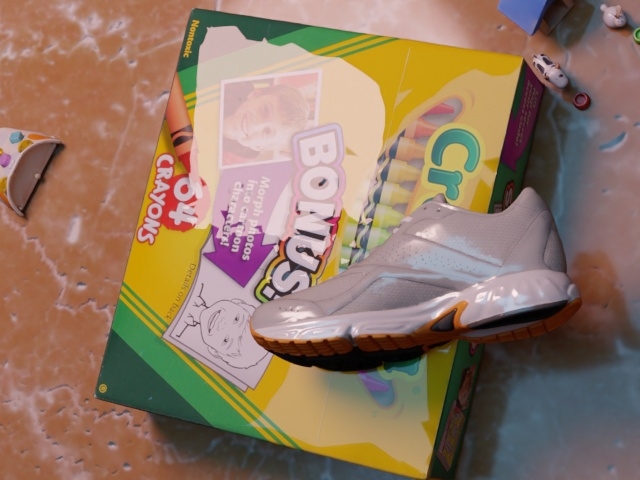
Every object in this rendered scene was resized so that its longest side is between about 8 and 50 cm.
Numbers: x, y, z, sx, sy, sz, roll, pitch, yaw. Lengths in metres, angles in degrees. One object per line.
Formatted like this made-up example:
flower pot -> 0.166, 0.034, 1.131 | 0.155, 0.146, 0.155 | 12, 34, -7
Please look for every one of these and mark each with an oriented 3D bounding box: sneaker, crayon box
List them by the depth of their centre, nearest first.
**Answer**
sneaker -> 0.070, 0.028, 1.333 | 0.262, 0.099, 0.121 | -10, 70, 6
crayon box -> 0.000, 0.000, 1.458 | 0.313, 0.106, 0.363 | 11, 84, 22

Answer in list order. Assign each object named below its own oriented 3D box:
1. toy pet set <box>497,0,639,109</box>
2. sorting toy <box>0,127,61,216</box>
toy pet set -> 0.219, -0.196, 1.436 | 0.114, 0.065, 0.122 | 43, 96, 22
sorting toy -> -0.306, -0.078, 1.633 | 0.075, 0.045, 0.083 | 27, 90, 42
